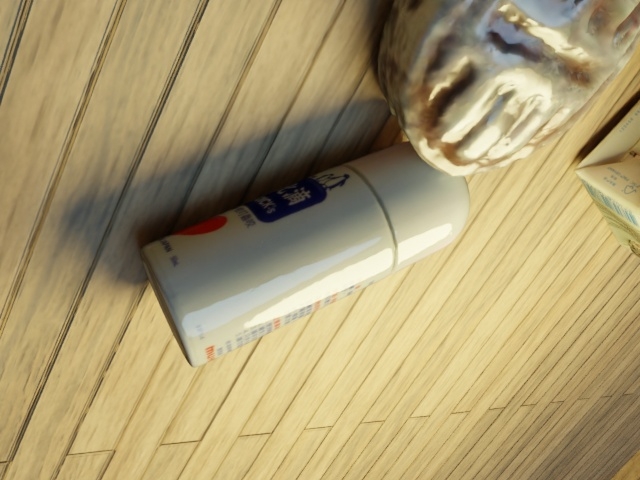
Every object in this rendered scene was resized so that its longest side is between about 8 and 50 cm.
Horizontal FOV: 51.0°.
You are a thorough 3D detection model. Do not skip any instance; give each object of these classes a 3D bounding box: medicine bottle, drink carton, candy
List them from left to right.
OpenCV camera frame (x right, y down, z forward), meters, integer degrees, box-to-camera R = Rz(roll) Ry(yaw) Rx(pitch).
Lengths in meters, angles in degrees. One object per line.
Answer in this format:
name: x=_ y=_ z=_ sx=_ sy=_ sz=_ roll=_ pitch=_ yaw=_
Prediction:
medicine bottle: x=0.000 y=0.000 z=0.687 sx=0.341 sy=0.130 sz=0.130 roll=-23 pitch=138 yaw=-17
candy: x=0.178 y=-0.201 z=0.616 sx=0.214 sy=0.157 sz=0.289 roll=17 pitch=123 yaw=-29
drink carton: x=0.527 y=-0.085 z=1.008 sx=0.194 sy=0.132 sz=0.324 roll=-48 pitch=141 yaw=9
